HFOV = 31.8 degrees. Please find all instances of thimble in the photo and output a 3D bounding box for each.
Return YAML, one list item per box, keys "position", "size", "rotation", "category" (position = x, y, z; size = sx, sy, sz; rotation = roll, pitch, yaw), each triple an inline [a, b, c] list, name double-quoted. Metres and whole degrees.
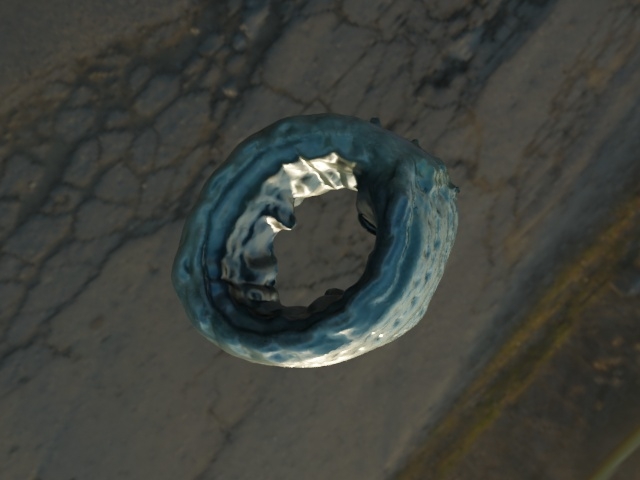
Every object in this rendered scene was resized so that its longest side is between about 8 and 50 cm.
- position: [0.000, 0.000, 0.968]
  size: [0.250, 0.204, 0.172]
  rotation: [-32, 164, 11]
  category: "thimble"
